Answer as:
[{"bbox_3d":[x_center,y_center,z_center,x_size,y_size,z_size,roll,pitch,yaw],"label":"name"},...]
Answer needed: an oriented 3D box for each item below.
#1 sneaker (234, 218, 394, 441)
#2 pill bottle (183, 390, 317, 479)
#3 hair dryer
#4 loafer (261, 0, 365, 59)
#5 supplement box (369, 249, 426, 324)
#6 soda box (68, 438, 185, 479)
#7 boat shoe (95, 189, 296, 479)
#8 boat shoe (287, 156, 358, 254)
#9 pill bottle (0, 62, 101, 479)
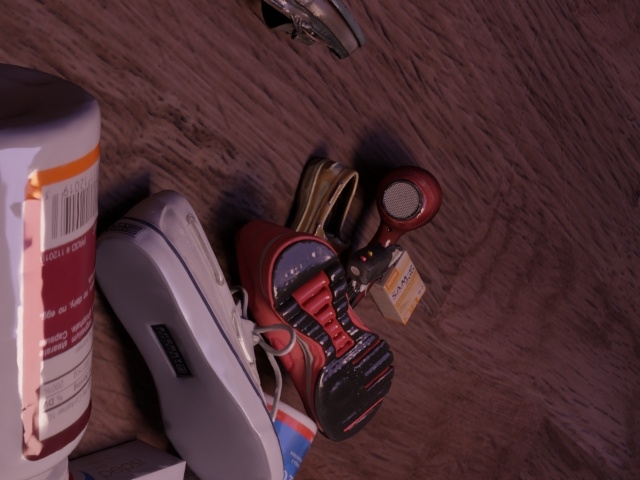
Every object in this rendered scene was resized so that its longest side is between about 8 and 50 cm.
[{"bbox_3d":[-0.012,0.095,1.815,0.116,0.136,0.314,-34,128,-19],"label":"sneaker"},{"bbox_3d":[-0.104,0.283,1.796,0.221,0.124,0.124,-63,147,-12],"label":"pill bottle"},{"bbox_3d":[0.068,-0.004,1.953,0.293,0.080,0.223,-46,176,-39],"label":"hair dryer"},{"bbox_3d":[-0.048,-0.266,1.648,0.084,0.096,0.267,-47,138,-1],"label":"loafer"},{"bbox_3d":[0.098,0.058,2.064,0.062,0.036,0.098,-58,145,-20],"label":"supplement box"},{"bbox_3d":[-0.239,0.271,1.633,0.216,0.074,0.069,-12,116,-54],"label":"soda box"},{"bbox_3d":[-0.111,0.105,1.671,0.156,0.135,0.367,-49,123,-43],"label":"boat shoe"},{"bbox_3d":[0.000,0.000,1.853,0.068,0.072,0.190,-3,109,-55],"label":"boat shoe"},{"bbox_3d":[-0.299,0.066,1.299,0.224,0.224,0.392,-21,124,-50],"label":"pill bottle"}]
